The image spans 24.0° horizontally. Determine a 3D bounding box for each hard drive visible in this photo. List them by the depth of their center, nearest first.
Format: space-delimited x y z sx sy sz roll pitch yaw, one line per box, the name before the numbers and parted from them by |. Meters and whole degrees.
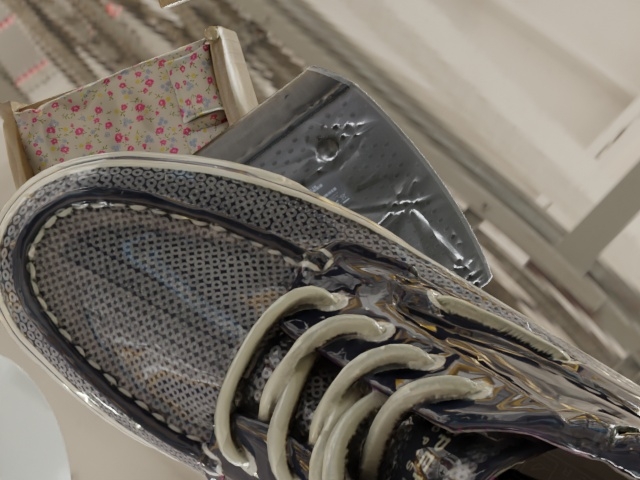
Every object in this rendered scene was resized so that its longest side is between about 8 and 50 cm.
hard drive | 0.000 0.000 0.971 0.172 0.255 0.054 -36 -128 4

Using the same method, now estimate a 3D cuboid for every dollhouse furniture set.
dollhouse furniture set | -0.213 -0.084 1.133 0.303 0.174 0.356 -19 -93 10

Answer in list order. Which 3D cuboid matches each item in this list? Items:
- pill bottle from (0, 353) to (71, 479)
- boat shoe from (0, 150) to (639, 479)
pill bottle | -0.313 0.178 0.979 0.278 0.162 0.162 -21 -110 19
boat shoe | 0.017 0.057 0.541 0.340 0.158 0.127 23 -90 7
